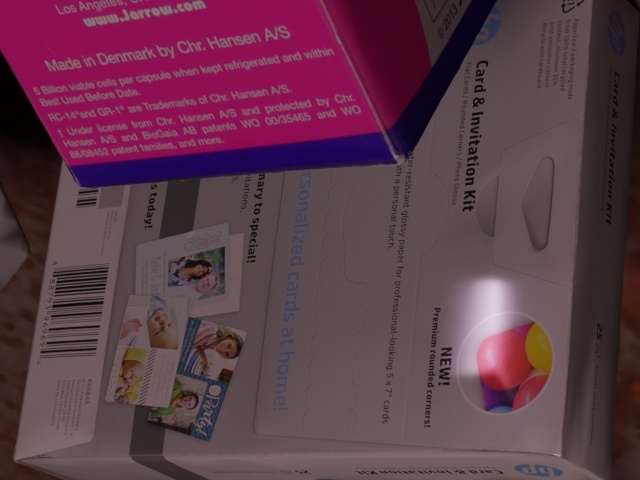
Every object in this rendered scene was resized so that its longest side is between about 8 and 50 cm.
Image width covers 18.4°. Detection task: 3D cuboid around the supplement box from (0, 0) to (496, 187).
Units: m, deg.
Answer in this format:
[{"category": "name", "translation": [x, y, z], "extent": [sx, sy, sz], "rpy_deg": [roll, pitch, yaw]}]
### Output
[{"category": "supplement box", "translation": [-0.045, -0.134, 0.514], "extent": [0.114, 0.111, 0.220], "rpy_deg": [-3, 128, 31]}]

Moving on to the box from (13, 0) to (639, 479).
[{"category": "box", "translation": [0.000, 0.000, 0.597], "extent": [0.186, 0.145, 0.038], "rpy_deg": [-6, 159, 32]}]

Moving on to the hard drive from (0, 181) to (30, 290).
[{"category": "hard drive", "translation": [-0.209, -0.106, 0.597], "extent": [0.203, 0.040, 0.307], "rpy_deg": [26, 156, 21]}]
